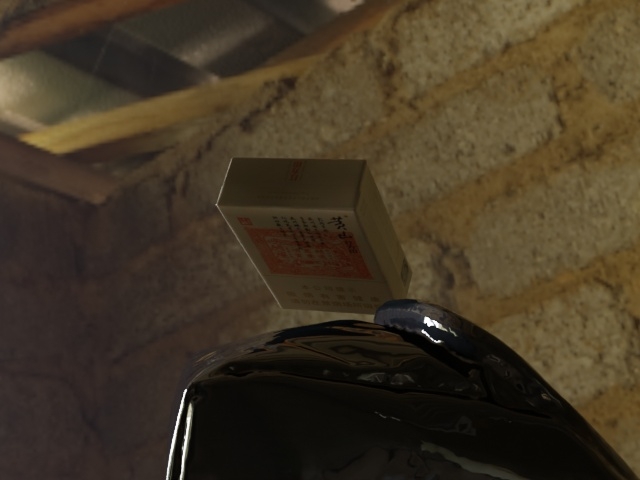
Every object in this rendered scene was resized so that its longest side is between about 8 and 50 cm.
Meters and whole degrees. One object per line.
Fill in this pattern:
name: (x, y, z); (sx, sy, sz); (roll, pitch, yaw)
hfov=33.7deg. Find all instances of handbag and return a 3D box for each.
handbag: (0.049, 0.122, 0.614); (0.275, 0.177, 0.302); (2, -6, -7)

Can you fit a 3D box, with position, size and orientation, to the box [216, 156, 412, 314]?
box: (0.000, 0.000, 1.023); (0.141, 0.058, 0.201); (3, -32, 19)
